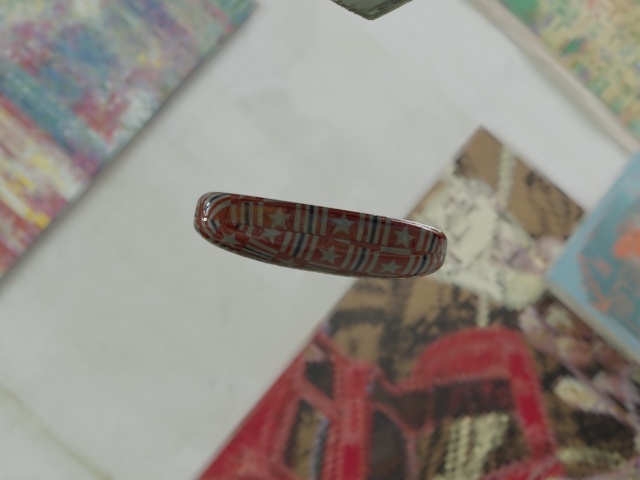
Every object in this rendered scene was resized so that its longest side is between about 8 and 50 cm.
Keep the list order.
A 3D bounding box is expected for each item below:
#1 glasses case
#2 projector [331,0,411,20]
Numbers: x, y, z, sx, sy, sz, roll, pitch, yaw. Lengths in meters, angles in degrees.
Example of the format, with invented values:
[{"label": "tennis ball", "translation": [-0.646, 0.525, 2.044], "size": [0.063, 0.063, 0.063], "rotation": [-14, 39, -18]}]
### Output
[{"label": "glasses case", "translation": [0.000, 0.000, 1.295], "size": [0.073, 0.194, 0.049], "rotation": [161, 117, -83]}, {"label": "projector", "translation": [0.082, -0.367, 1.519], "size": [0.249, 0.248, 0.248], "rotation": [-25, -9, 15]}]
